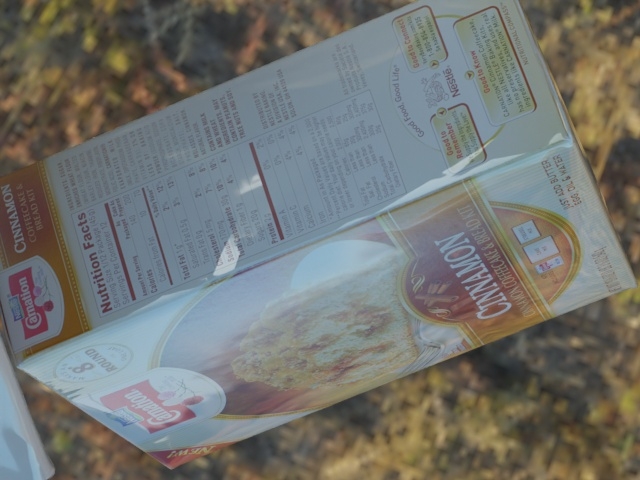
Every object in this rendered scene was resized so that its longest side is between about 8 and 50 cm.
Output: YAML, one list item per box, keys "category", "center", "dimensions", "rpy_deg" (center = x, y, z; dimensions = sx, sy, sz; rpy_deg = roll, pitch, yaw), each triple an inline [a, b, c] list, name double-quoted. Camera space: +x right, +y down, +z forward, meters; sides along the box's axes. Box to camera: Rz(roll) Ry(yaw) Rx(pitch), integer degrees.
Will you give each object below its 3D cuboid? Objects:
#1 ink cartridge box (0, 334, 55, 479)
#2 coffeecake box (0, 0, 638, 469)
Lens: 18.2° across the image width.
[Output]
- category: "ink cartridge box"
  center: [-0.208, -0.022, 0.567]
  dimensions: [0.171, 0.168, 0.232]
  rpy_deg: [36, 146, 58]
- category: "coffeecake box"
  center: [0.000, 0.000, 0.671]
  dimensions: [0.185, 0.068, 0.142]
  rpy_deg: [-22, 156, 9]
